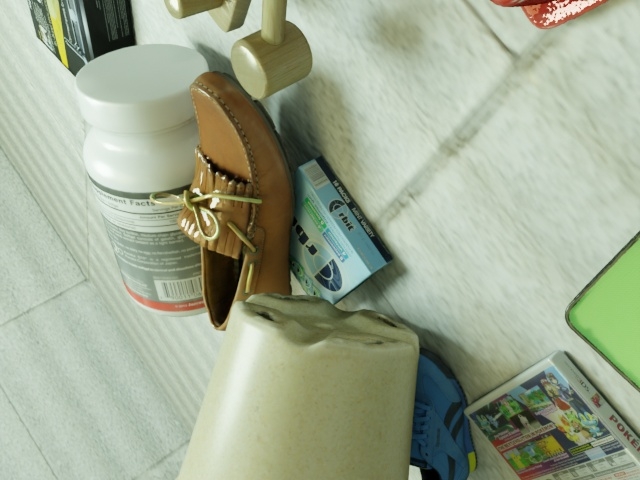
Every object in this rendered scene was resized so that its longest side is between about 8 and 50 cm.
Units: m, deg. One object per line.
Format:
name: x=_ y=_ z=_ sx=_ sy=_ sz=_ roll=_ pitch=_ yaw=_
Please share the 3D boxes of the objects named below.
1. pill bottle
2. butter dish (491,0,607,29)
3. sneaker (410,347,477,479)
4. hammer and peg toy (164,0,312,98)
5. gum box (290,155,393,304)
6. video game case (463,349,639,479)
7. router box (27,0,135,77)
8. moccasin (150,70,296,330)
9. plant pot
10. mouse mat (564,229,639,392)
pill bottle: x=-0.220 y=-0.081 z=0.976 sx=0.210 sy=0.210 sz=0.363 roll=35 pitch=143 yaw=37
butter dish: x=0.126 y=-0.209 z=0.394 sx=0.160 sy=0.118 sz=0.160 roll=62 pitch=152 yaw=-6
sneaker: x=0.139 y=0.236 z=0.843 sx=0.069 sy=0.082 sz=0.209 roll=18 pitch=130 yaw=53
hammer and peg toy: x=-0.090 y=-0.332 z=0.614 sx=0.361 sy=0.127 sz=0.266 roll=53 pitch=149 yaw=11
gum box: x=0.000 y=0.000 z=0.877 sx=0.157 sy=0.041 sz=0.184 roll=56 pitch=153 yaw=6
video game case: x=0.256 y=0.223 z=0.703 sx=0.183 sy=0.023 sz=0.201 roll=51 pitch=152 yaw=14
router box: x=-0.403 y=-0.413 z=1.083 sx=0.243 sy=0.081 sz=0.309 roll=44 pitch=148 yaw=25
moccasin: x=-0.121 y=-0.031 z=0.845 sx=0.139 sy=0.147 sz=0.380 roll=44 pitch=148 yaw=31
plant pot: x=-0.022 y=0.234 z=0.793 sx=0.333 sy=0.333 sz=0.306 roll=18 pitch=100 yaw=51
mouse mat: x=0.283 y=0.068 z=0.455 sx=0.190 sy=0.007 sz=0.153 roll=46 pitch=122 yaw=21
